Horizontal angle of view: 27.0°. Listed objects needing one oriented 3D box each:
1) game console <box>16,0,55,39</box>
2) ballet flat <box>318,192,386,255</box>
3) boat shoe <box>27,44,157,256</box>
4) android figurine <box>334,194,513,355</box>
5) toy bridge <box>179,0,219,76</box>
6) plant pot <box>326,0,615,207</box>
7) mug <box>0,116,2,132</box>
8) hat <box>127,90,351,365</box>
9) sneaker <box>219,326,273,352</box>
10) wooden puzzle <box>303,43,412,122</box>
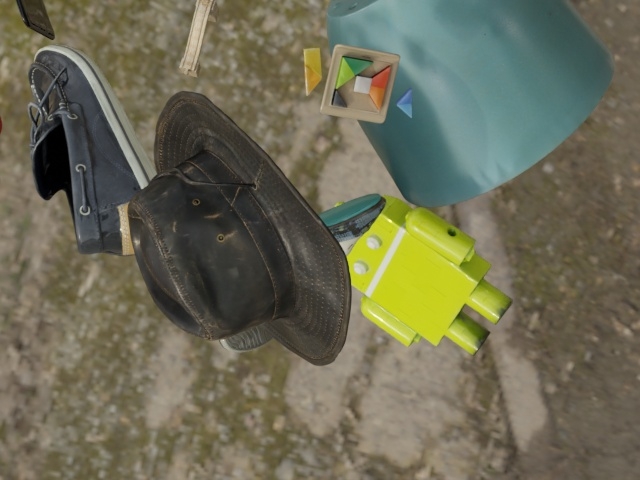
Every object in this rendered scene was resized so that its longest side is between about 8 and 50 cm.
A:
[{"bbox_3d":[-0.312,-0.246,1.290,0.107,0.122,0.071,14,92,0],"label":"game console"},{"bbox_3d":[0.000,0.000,1.641,0.188,0.070,0.070,-19,59,10],"label":"ballet flat"},{"bbox_3d":[-0.389,-0.149,2.110,0.187,0.156,0.500,92,154,-43],"label":"boat shoe"},{"bbox_3d":[0.125,0.043,1.822,0.056,0.273,0.248,-49,-8,-38],"label":"android figurine"},{"bbox_3d":[-0.152,-0.309,1.783,0.026,0.063,0.188,16,82,2],"label":"toy bridge"},{"bbox_3d":[0.145,-0.220,1.513,0.293,0.235,0.293,-33,22,16],"label":"plant pot"},{"bbox_3d":[-0.433,-0.110,1.435,0.113,0.169,0.150,-7,48,24],"label":"mug"},{"bbox_3d":[-0.117,0.016,1.398,0.331,0.134,0.331,39,146,33],"label":"hat"},{"bbox_3d":[-0.114,0.110,2.167,0.118,0.083,0.222,-10,26,45],"label":"sneaker"},{"bbox_3d":[0.038,-0.151,1.294,0.014,0.116,0.078,-117,31,-63],"label":"wooden puzzle"}]
